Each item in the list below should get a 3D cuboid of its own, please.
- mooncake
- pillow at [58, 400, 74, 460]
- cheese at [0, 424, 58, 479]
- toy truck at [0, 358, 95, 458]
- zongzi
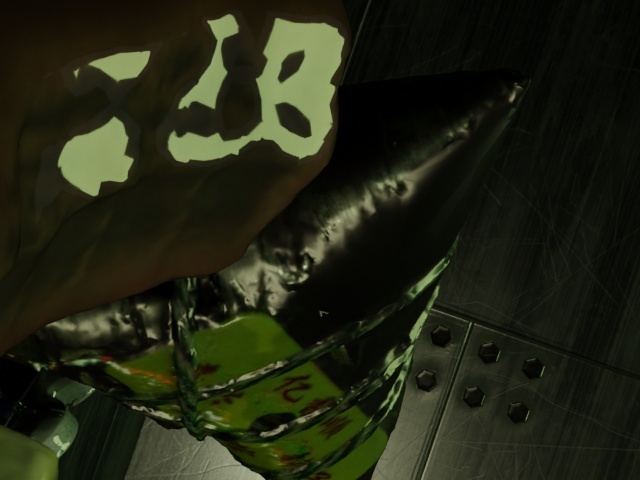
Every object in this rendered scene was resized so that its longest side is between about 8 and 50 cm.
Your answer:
[{"bbox_3d":[-0.157,-0.066,0.483,0.326,0.333,0.174,-89,-158,-56],"label":"mooncake"},{"bbox_3d":[-0.310,0.173,1.152,0.310,0.119,0.312,101,2,-63],"label":"pillow"},{"bbox_3d":[-0.261,0.144,0.431,0.124,0.265,0.243,105,6,-58],"label":"cheese"},{"bbox_3d":[-0.243,0.053,0.860,0.146,0.175,0.367,59,30,-23],"label":"toy truck"},{"bbox_3d":[0.000,0.000,0.777,0.383,0.362,0.319,21,51,-61],"label":"zongzi"}]
